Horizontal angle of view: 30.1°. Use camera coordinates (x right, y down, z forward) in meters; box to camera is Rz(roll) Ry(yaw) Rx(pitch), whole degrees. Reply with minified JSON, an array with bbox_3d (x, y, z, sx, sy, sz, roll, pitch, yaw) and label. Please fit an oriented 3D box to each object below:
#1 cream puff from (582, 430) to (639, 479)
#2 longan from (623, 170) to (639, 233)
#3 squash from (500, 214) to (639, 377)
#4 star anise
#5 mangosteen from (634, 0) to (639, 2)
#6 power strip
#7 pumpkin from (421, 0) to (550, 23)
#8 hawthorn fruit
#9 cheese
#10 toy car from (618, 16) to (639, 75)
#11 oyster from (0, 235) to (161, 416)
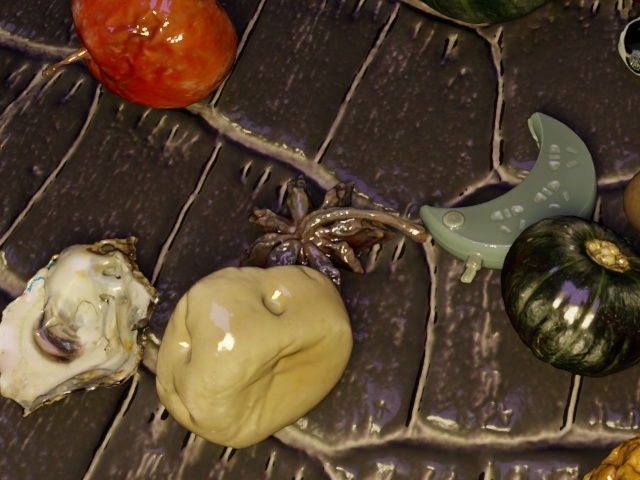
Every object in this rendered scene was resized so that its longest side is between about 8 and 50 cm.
[{"bbox_3d":[0.316,0.303,1.020,0.231,0.343,0.327,14,38,-4],"label":"cream puff"},{"bbox_3d":[0.415,-0.044,1.402,0.113,0.092,0.113,0,39,0],"label":"longan"},{"bbox_3d":[0.284,0.061,1.306,0.193,0.156,0.193,20,52,-28],"label":"squash"},{"bbox_3d":[0.001,0.000,1.451,0.231,0.089,0.209,-31,62,2],"label":"star anise"},{"bbox_3d":[0.463,-0.411,1.591,0.200,0.200,0.200,-5,54,7],"label":"mangosteen"},{"bbox_3d":[0.240,-0.044,1.459,0.253,0.054,0.167,-42,57,-20],"label":"power strip"},{"bbox_3d":[0.239,-0.432,1.645,0.300,0.207,0.300,-16,50,21],"label":"pumpkin"},{"bbox_3d":[-0.254,-0.284,1.616,0.272,0.242,0.242,-22,54,-5],"label":"hawthorn fruit"},{"bbox_3d":[-0.076,0.123,1.307,0.235,0.218,0.117,-44,52,5],"label":"cheese"},{"bbox_3d":[0.478,-0.220,1.537,0.095,0.056,0.205,-41,62,-18],"label":"toy car"},{"bbox_3d":[-0.293,0.105,1.437,0.223,0.083,0.214,-27,51,-2],"label":"oyster"}]
